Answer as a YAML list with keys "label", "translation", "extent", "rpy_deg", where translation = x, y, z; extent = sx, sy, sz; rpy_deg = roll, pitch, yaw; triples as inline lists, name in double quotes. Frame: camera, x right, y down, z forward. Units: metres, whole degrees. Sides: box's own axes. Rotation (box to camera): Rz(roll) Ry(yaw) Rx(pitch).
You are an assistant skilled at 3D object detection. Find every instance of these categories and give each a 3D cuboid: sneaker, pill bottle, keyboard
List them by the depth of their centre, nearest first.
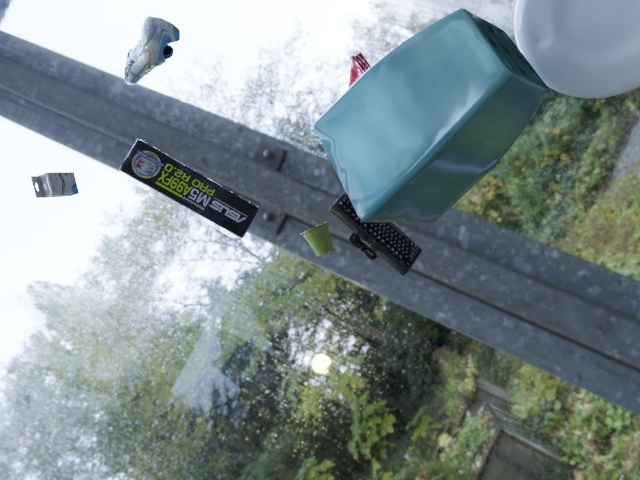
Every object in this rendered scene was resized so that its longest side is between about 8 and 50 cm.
- label: "pill bottle"
  translation: [0.423, -0.369, 0.814]
  extent: [0.392, 0.224, 0.223]
  rpy_deg: [-53, -19, -59]
- label: "keyboard"
  translation: [0.098, -0.014, 0.926]
  extent: [0.108, 0.180, 0.023]
  rpy_deg: [-48, -1, -37]
- label: "sneaker"
  translation: [-0.394, -0.423, 1.179]
  extent: [0.237, 0.086, 0.085]
  rpy_deg: [-23, 60, 51]

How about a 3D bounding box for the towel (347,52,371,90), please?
- label: "towel"
  translation: [0.158, -0.364, 1.424]
  extent: [0.031, 0.274, 0.199]
  rpy_deg: [-28, -16, -10]

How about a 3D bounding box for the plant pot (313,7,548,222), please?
- label: "plant pot"
  translation: [0.145, -0.156, 0.653]
  extent: [0.166, 0.165, 0.234]
  rpy_deg: [-1, -32, -44]

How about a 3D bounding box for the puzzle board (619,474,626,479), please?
- label: "puzzle board"
  translation: [0.424, 0.428, 0.785]
  extent: [0.128, 0.011, 0.096]
  rpy_deg: [-31, -46, -31]

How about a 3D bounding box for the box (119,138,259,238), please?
- label: "box"
  translation: [-0.233, -0.081, 0.923]
  extent: [0.060, 0.216, 0.270]
  rpy_deg: [-62, 14, -6]

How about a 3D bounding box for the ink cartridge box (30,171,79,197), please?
- label: "ink cartridge box"
  translation: [-0.543, -0.114, 1.049]
  extent: [0.083, 0.028, 0.048]
  rpy_deg: [-20, -84, -65]

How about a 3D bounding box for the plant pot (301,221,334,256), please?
- label: "plant pot"
  translation: [0.000, 0.000, 1.408]
  extent: [0.083, 0.079, 0.083]
  rpy_deg: [-25, 1, 1]
